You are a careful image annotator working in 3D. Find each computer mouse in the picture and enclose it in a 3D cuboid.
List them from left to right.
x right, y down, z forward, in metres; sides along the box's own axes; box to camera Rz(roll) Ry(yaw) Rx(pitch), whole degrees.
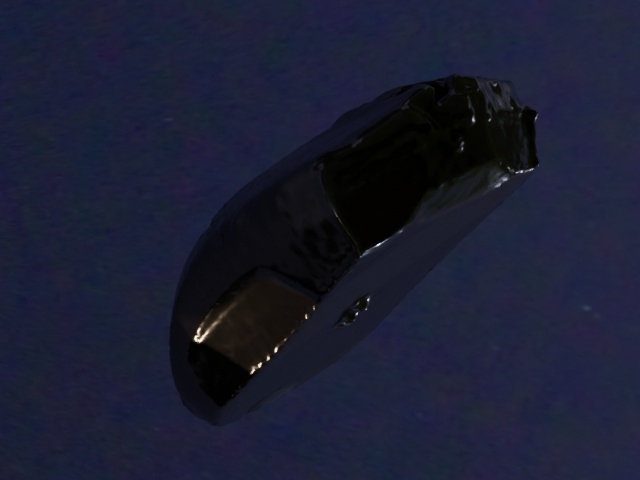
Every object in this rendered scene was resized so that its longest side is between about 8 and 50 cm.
[{"bbox_3d":[0.000,0.000,0.723,0.122,0.217,0.073,-27,-103,-41],"label":"computer mouse"}]
